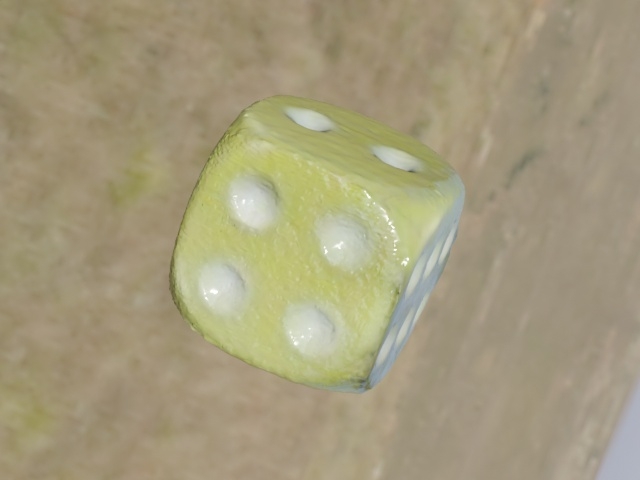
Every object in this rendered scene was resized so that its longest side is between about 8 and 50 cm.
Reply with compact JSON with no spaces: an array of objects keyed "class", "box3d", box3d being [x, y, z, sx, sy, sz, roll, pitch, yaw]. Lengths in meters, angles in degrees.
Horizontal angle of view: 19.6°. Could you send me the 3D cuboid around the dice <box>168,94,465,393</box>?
[{"class":"dice","box3d":[0.000,0.000,1.373,0.166,0.169,0.169,-68,168,21]}]
